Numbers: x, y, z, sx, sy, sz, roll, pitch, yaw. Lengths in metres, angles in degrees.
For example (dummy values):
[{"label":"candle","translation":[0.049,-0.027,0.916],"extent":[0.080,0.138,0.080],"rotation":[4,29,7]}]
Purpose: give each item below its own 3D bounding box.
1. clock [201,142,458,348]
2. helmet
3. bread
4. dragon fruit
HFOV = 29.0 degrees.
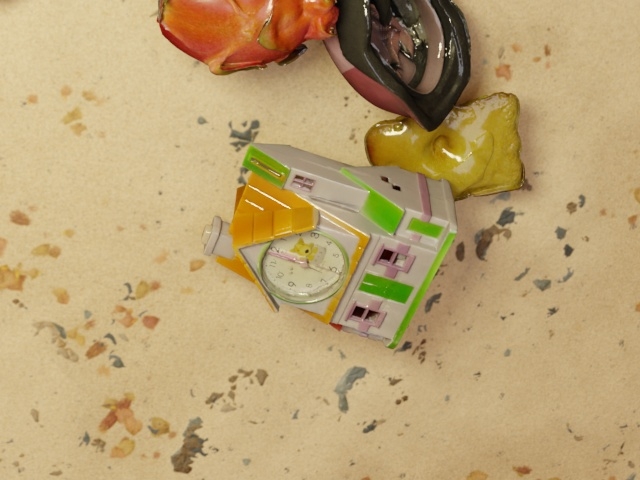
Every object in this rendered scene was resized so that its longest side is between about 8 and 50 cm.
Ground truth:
[{"label":"clock","translation":[0.000,0.000,1.720],"extent":[0.310,0.166,0.235],"rotation":[17,122,-11]},{"label":"helmet","translation":[0.083,-0.276,1.654],"extent":[0.198,0.154,0.253],"rotation":[-54,138,-34]},{"label":"bread","translation":[0.176,-0.131,1.791],"extent":[0.233,0.088,0.160],"rotation":[-12,112,-10]},{"label":"dragon fruit","translation":[-0.096,-0.316,1.540],"extent":[0.227,0.224,0.224],"rotation":[-4,115,-16]}]
